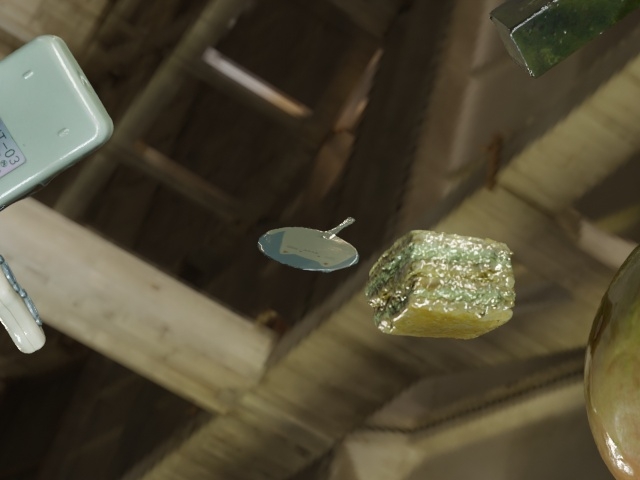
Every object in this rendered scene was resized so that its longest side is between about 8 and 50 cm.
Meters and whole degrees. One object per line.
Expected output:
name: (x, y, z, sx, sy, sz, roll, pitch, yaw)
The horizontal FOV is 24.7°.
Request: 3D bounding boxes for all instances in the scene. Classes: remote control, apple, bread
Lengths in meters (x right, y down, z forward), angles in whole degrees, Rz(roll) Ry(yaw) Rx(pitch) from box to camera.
remote control: (-0.375, -0.095, 1.596, 0.296, 0.140, 0.056, -31, -179, 12)
apple: (0.416, 0.112, 1.398, 0.338, 0.339, 0.305, -133, -136, -74)
bread: (0.140, 0.061, 1.729, 0.196, 0.138, 0.102, 138, -43, -67)
remote control: (-0.305, 0.055, 1.423, 0.032, 0.122, 0.074, -27, -129, -6)

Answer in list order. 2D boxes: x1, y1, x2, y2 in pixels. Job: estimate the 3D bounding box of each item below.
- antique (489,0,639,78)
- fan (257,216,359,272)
antique: (0.331, -0.304, 1.841, 0.221, 0.081, 0.080, -33, -152, 2)
fan: (0.000, 0.000, 1.640, 0.175, 0.113, 0.005, -35, 139, -59)
